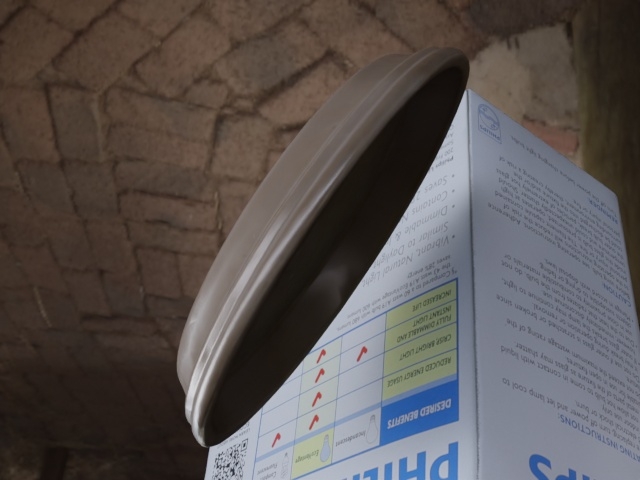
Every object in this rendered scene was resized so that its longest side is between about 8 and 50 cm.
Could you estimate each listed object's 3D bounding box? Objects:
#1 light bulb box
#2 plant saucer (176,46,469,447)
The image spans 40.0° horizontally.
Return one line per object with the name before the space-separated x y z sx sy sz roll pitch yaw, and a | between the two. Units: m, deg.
light bulb box | 0.085 0.129 0.803 0.225 0.361 0.358 27 139 -28
plant saucer | 0.000 0.000 0.536 0.041 0.278 0.278 33 149 11
